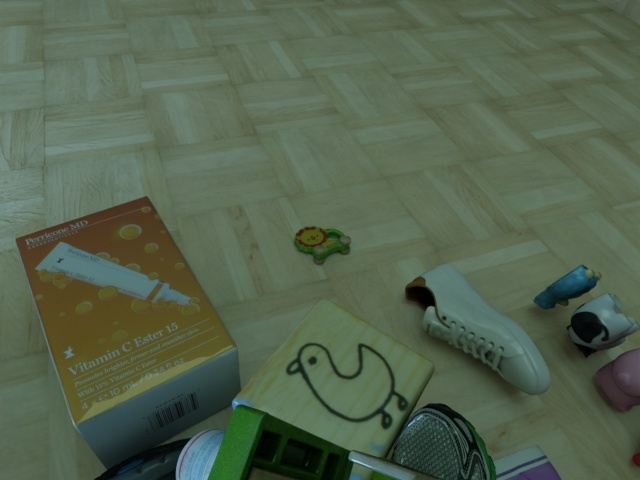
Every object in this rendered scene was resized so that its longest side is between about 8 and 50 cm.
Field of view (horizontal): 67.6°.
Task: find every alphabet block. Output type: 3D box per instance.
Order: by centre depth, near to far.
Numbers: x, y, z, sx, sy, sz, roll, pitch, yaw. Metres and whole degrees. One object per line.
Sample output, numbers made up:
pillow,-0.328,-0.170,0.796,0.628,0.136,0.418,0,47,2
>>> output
alphabet block,0.015,0.237,0.662,0.192,0.193,0.197,30,51,17

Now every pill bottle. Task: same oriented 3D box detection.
pill bottle,-0.087,0.276,0.554,0.160,0.087,0.087,-4,36,40

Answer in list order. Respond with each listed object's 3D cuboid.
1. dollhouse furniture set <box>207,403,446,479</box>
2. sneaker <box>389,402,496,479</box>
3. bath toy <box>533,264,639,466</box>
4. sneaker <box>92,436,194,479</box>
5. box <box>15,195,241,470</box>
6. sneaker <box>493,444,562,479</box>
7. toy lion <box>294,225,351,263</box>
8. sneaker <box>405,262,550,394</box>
dollhouse furniture set,-0.010,0.315,0.369,0.197,0.151,0.301,0,61,41
sneaker,0.090,0.340,0.491,0.134,0.146,0.343,2,64,40
bath toy,0.498,0.212,0.790,0.151,0.129,0.348,18,39,-43
sneaker,-0.260,0.365,0.586,0.341,0.125,0.139,-23,83,-30
box,-0.297,0.124,0.745,0.215,0.168,0.345,-24,54,-25
sneaker,0.218,0.385,0.615,0.282,0.102,0.161,-12,54,-16
toy lion,0.000,0.000,0.991,0.100,0.034,0.096,-20,45,-23
sneaker,0.252,0.164,0.827,0.123,0.106,0.290,-20,42,-18
